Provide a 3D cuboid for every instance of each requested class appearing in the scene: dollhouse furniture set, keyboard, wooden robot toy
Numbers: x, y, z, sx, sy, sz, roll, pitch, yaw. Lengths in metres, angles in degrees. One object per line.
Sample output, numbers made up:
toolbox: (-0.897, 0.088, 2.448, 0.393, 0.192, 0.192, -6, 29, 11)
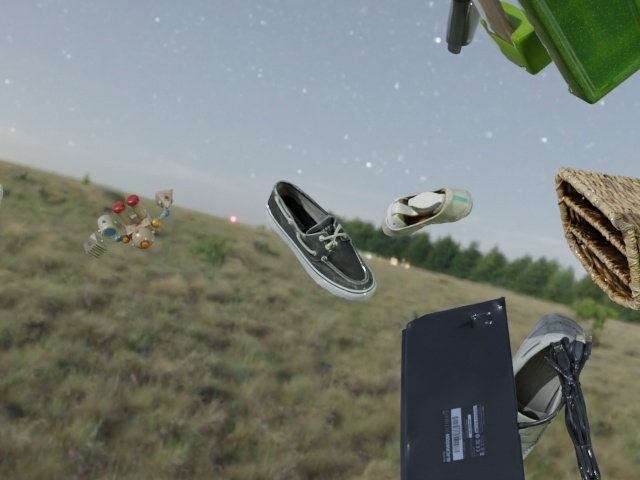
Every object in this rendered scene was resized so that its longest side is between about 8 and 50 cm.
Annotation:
dollhouse furniture set: (0.304, -0.307, 0.838, 0.151, 0.301, 0.197, 49, 5, -32)
keyboard: (0.174, 0.187, 0.821, 0.201, 0.317, 0.033, -15, -45, 21)
wooden robot toy: (-0.304, -0.017, 1.374, 0.079, 0.173, 0.076, 60, -2, 40)

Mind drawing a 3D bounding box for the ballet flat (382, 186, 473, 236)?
ballet flat: (0.124, -0.043, 1.099, 0.052, 0.057, 0.168, 16, -20, -34)

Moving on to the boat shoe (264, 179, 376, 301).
boat shoe: (0.000, 0.000, 1.259, 0.219, 0.078, 0.070, 43, -34, 14)

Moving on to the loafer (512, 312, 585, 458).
loafer: (0.317, 0.263, 1.350, 0.112, 0.319, 0.111, 25, 19, 12)

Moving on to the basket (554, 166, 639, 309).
basket: (0.589, 0.009, 1.701, 0.223, 0.213, 0.299, 6, 28, -20)

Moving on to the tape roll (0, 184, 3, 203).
tape roll: (-0.579, 0.012, 1.209, 0.100, 0.286, 0.286, 33, -3, -8)

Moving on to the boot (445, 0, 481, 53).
boot: (0.223, -0.369, 1.230, 0.077, 0.137, 0.198, 19, 41, 24)
